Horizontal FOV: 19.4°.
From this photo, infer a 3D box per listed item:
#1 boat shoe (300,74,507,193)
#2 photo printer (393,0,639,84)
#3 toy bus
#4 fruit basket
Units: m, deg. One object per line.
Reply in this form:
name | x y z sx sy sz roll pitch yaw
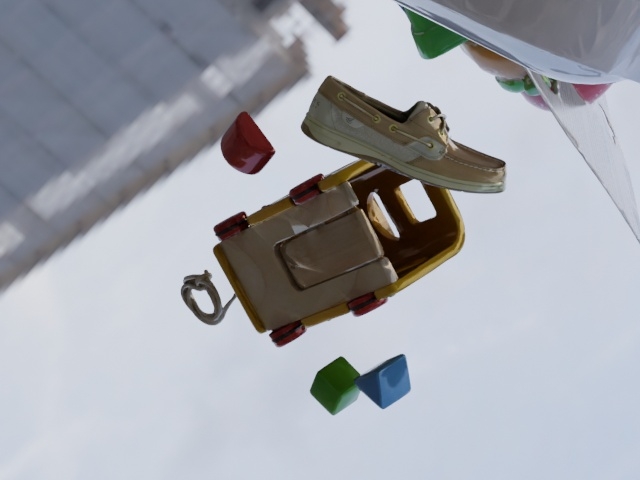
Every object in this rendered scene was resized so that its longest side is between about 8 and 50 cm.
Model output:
boat shoe | 0.057 -0.066 1.170 0.050 0.135 0.045 -96 -155 -74
photo printer | 0.095 -0.211 0.795 0.307 0.107 0.256 38 -69 53
toy bus | 0.009 0.002 1.311 0.202 0.191 0.104 33 -135 31
fruit basket | 0.168 -0.195 1.610 0.165 0.353 0.327 -23 -145 15
